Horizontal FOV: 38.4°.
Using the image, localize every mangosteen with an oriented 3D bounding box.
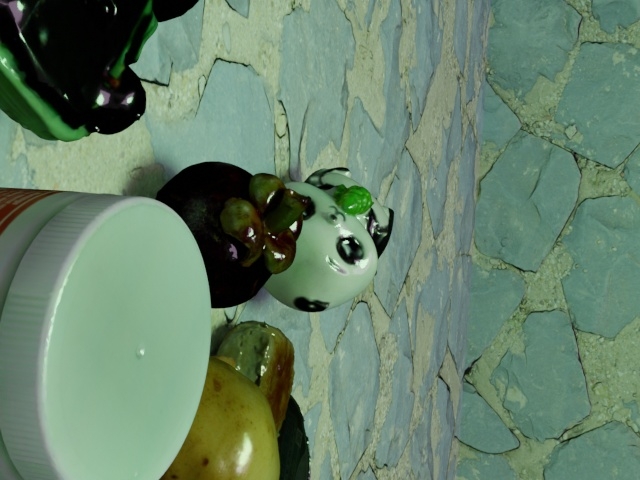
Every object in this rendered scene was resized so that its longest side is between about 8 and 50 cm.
[{"bbox_3d":[-0.107,-0.011,1.149,0.194,0.230,0.194,-9,90,-67],"label":"mangosteen"}]

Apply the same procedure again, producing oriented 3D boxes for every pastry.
[{"bbox_3d":[-0.103,0.217,1.385,0.192,0.093,0.182,63,35,-65],"label":"pastry"}]

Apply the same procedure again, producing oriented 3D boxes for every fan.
[{"bbox_3d":[-0.041,0.345,1.432,0.294,0.012,0.223,145,-53,-61],"label":"fan"}]

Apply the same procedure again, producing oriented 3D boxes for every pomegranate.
[{"bbox_3d":[-0.156,0.246,1.094,0.233,0.233,0.233,4,90,-69],"label":"pomegranate"}]

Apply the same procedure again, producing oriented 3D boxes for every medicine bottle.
[{"bbox_3d":[-0.253,0.082,0.775,0.252,0.240,0.253,4,90,-68],"label":"medicine bottle"}]

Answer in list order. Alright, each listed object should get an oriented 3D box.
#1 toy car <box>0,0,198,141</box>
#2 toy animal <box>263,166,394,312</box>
[{"bbox_3d":[-0.236,-0.272,0.870,0.213,0.176,0.359,61,42,-54],"label":"toy car"},{"bbox_3d":[0.006,-0.006,1.481,0.267,0.212,0.213,-42,132,-70],"label":"toy animal"}]
